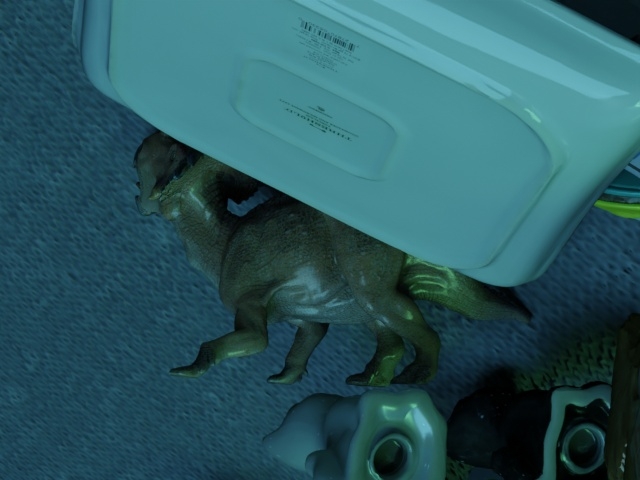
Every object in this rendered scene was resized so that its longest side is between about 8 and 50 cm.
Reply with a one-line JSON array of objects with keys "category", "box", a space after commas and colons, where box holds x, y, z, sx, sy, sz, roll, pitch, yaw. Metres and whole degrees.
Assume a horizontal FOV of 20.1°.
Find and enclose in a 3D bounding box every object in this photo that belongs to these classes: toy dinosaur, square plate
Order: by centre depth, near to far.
[{"category": "square plate", "box": [0.004, -0.089, 1.038, 0.347, 0.049, 0.344, 26, 161, 1]}, {"category": "toy dinosaur", "box": [0.000, 0.000, 1.255, 0.296, 0.200, 0.127, 2, 174, 6]}]

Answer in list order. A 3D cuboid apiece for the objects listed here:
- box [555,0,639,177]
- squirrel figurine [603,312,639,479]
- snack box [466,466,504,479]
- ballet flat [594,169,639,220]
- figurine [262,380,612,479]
[{"category": "box", "box": [0.115, -0.166, 0.969, 0.290, 0.087, 0.169, 31, 144, -12]}, {"category": "squirrel figurine", "box": [0.363, 0.125, 1.032, 0.371, 0.281, 0.397, 7, 173, 0]}, {"category": "snack box", "box": [0.148, 0.202, 1.323, 0.100, 0.141, 0.037, -2, 128, 37]}, {"category": "ballet flat", "box": [0.231, -0.037, 1.079, 0.231, 0.077, 0.077, 0, 143, 33]}, {"category": "figurine", "box": [0.077, 0.141, 1.250, 0.215, 0.092, 0.209, 0, 178, -16]}]
